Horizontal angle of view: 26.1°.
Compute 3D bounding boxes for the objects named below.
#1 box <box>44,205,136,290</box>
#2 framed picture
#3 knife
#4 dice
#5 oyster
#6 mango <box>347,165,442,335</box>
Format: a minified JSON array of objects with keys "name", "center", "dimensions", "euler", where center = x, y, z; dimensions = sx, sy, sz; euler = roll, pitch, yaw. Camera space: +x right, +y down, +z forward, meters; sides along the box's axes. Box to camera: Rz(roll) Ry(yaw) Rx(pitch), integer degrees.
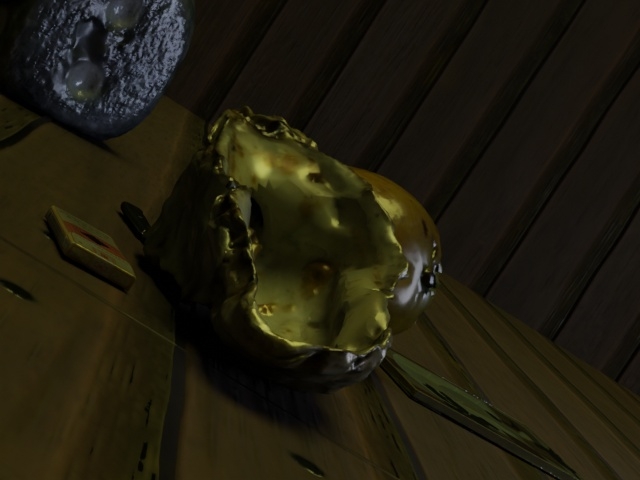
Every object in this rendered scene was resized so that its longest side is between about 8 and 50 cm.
[{"name":"box","center":[-0.139,0.003,0.832],"dimensions":[0.046,0.012,0.083],"euler":[32,3,-24]},{"name":"framed picture","center":[0.129,0.145,1.169],"dimensions":[0.201,0.010,0.136],"euler":[31,6,-24]},{"name":"knife","center":[-0.118,0.004,0.992],"dimensions":[0.023,0.010,0.170],"euler":[24,10,-27]},{"name":"dice","center":[-0.248,-0.221,1.375],"dimensions":[0.181,0.183,0.182],"euler":[27,7,-39]},{"name":"oyster","center":[-0.036,0.007,0.884],"dimensions":[0.166,0.110,0.341],"euler":[15,20,-31]},{"name":"mango","center":[0.000,0.000,1.104],"dimensions":[0.167,0.130,0.262],"euler":[23,1,-13]}]
